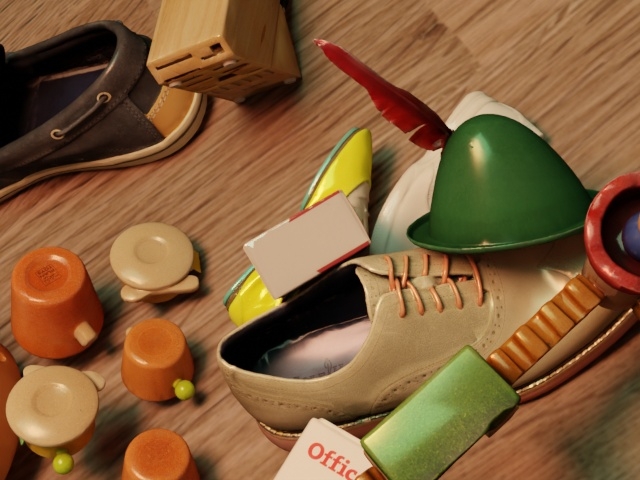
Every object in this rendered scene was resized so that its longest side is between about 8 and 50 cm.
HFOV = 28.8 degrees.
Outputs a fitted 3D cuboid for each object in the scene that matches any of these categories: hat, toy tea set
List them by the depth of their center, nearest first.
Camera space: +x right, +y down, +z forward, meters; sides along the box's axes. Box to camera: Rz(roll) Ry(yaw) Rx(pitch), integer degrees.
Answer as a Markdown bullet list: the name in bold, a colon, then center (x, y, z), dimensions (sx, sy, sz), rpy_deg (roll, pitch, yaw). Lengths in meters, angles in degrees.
- **hat**: center (0.137, -0.098, 1.014), dimensions (0.173, 0.208, 0.184), rpy_deg (-1, 106, 36)
- **toy tea set**: center (-0.211, 0.140, 1.240), dimensions (0.200, 0.124, 0.336), rpy_deg (-4, 52, -7)

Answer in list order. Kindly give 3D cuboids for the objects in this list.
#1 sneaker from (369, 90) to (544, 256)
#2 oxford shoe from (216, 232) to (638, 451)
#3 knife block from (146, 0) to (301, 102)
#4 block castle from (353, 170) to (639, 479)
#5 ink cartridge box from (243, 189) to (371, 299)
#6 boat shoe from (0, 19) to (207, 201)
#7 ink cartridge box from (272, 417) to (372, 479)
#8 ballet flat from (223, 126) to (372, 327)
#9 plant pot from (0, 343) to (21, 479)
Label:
- **sneaker**: center (0.127, -0.038, 1.158), dimensions (0.094, 0.080, 0.212), rpy_deg (31, 80, 23)
- **oxford shoe**: center (0.102, 0.066, 1.053), dimensions (0.397, 0.146, 0.140), rpy_deg (-26, 54, 9)
- **knife block**: center (-0.112, -0.277, 1.331), dimensions (0.088, 0.275, 0.242), rpy_deg (-19, 85, 20)
- **block castle**: center (0.152, 0.203, 0.825), dimensions (0.453, 0.213, 0.303), rpy_deg (-40, 76, -6)
- **ink cartridge box**: center (-0.010, 0.006, 1.111), dimensions (0.099, 0.135, 0.056), rpy_deg (-30, 88, 0)
- **boat shoe**: center (-0.375, -0.143, 1.450), dimensions (0.500, 0.156, 0.187), rpy_deg (-11, 60, 26)
- **ink cartridge box**: center (0.012, 0.290, 1.006), dimensions (0.172, 0.100, 0.237), rpy_deg (25, 77, 37)
- **ballet flat**: center (0.000, 0.000, 1.213), dimensions (0.077, 0.077, 0.231), rpy_deg (36, 86, 18)
- **plant pot**: center (-0.434, 0.171, 1.232), dimensions (0.290, 0.203, 0.291), rpy_deg (-20, 60, 39)
